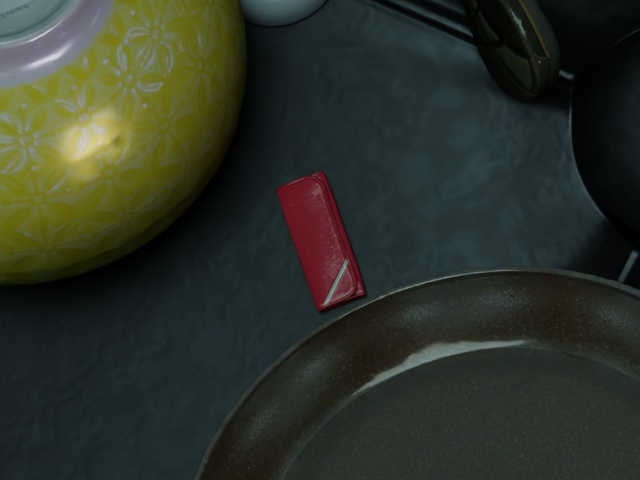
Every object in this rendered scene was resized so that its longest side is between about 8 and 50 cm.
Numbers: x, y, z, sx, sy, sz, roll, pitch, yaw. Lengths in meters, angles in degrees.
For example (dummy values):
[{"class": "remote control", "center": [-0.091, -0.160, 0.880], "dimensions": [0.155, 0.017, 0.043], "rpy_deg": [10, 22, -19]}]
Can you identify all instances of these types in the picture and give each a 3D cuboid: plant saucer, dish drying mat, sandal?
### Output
[{"class": "plant saucer", "center": [0.081, 0.146, 0.817], "dimensions": [0.310, 0.050, 0.311], "rpy_deg": [-12, 46, 12]}, {"class": "dish drying mat", "center": [0.000, 0.000, 0.952], "dimensions": [0.032, 0.008, 0.083], "rpy_deg": [-22, 70, 7]}, {"class": "sandal", "center": [0.102, -0.187, 0.945], "dimensions": [0.060, 0.090, 0.219], "rpy_deg": [-18, 68, -10]}]

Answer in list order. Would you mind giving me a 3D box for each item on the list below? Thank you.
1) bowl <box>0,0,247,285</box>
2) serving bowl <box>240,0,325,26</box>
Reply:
[{"class": "bowl", "center": [-0.180, -0.129, 0.892], "dimensions": [0.289, 0.156, 0.289], "rpy_deg": [2, 75, -6]}, {"class": "serving bowl", "center": [-0.030, -0.178, 1.001], "dimensions": [0.083, 0.027, 0.083], "rpy_deg": [-4, 72, 13]}]
